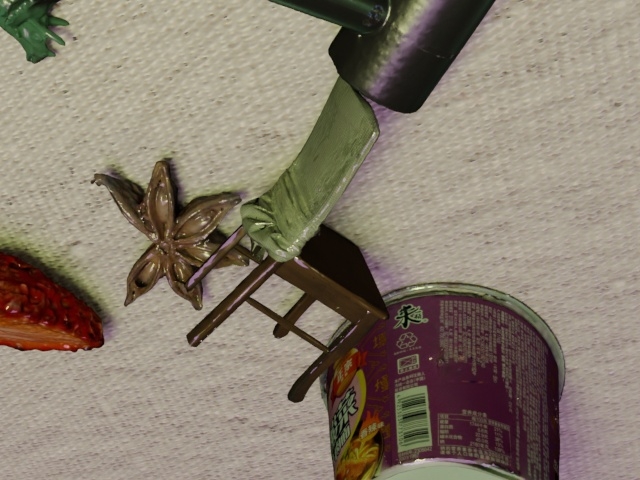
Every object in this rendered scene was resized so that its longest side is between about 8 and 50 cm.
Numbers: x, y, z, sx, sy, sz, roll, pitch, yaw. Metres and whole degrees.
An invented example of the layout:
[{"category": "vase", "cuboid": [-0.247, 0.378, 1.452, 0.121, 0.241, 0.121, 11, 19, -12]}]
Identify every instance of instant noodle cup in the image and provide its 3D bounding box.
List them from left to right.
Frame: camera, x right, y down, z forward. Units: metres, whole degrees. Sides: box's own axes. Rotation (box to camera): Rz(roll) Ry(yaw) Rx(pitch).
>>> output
[{"category": "instant noodle cup", "cuboid": [0.155, 0.264, 1.104, 0.339, 0.266, 0.340, 2, 124, 3]}]

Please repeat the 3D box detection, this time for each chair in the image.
[{"category": "chair", "cuboid": [0.000, 0.000, 0.998, 0.186, 0.160, 0.319, 34, 108, -25]}]

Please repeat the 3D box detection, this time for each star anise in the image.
[{"category": "star anise", "cuboid": [-0.170, -0.005, 1.081, 0.171, 0.063, 0.208, -6, 119, 4]}]

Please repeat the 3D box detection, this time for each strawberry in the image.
[{"category": "strawberry", "cuboid": [-0.383, 0.072, 1.127, 0.236, 0.111, 0.190, 13, 156, -30]}]

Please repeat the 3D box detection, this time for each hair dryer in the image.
[{"category": "hair dryer", "cuboid": [0.040, -0.260, 0.800, 0.302, 0.116, 0.244, 6, 129, -38]}]

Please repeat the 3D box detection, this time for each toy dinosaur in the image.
[{"category": "toy dinosaur", "cuboid": [-0.330, -0.297, 0.877, 0.119, 0.079, 0.292, -15, 136, 7]}]
